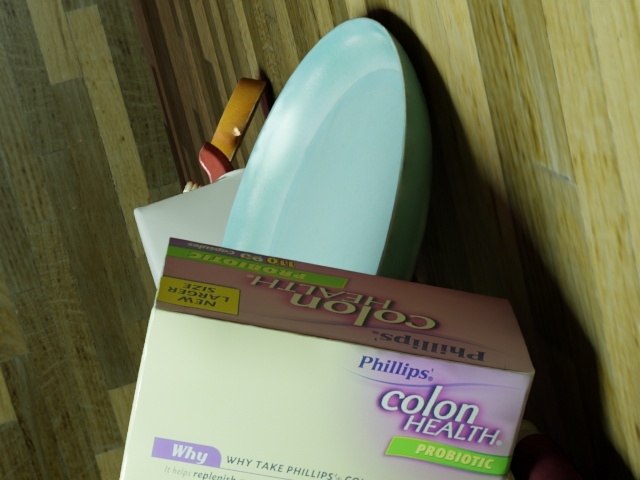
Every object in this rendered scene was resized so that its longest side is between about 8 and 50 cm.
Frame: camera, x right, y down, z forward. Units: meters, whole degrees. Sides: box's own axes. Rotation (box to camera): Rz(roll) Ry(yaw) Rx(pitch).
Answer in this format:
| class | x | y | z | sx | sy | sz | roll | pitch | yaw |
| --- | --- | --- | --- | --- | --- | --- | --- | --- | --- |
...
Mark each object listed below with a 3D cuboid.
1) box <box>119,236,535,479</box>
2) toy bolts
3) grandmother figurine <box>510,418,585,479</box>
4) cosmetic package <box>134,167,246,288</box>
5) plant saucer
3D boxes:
| class | x | y | z | sx | sy | sz | roll | pitch | yaw |
| --- | --- | --- | --- | --- | --- | --- | --- | --- | --- |
| box | -0.011 | 0.145 | 0.932 | 0.117 | 0.213 | 0.243 | -93 | 13 | -70 |
| toy bolts | -0.054 | -0.046 | 1.642 | 0.228 | 0.158 | 0.218 | -100 | 34 | -86 |
| grandmother figurine | 0.141 | 0.203 | 0.904 | 0.342 | 0.104 | 0.208 | 122 | 129 | -74 |
| cosmetic package | -0.010 | 0.102 | 1.298 | 0.365 | 0.197 | 0.155 | -115 | 10 | -48 |
| plant saucer | 0.000 | 0.000 | 1.112 | 0.317 | 0.044 | 0.317 | -51 | 30 | 46 |
